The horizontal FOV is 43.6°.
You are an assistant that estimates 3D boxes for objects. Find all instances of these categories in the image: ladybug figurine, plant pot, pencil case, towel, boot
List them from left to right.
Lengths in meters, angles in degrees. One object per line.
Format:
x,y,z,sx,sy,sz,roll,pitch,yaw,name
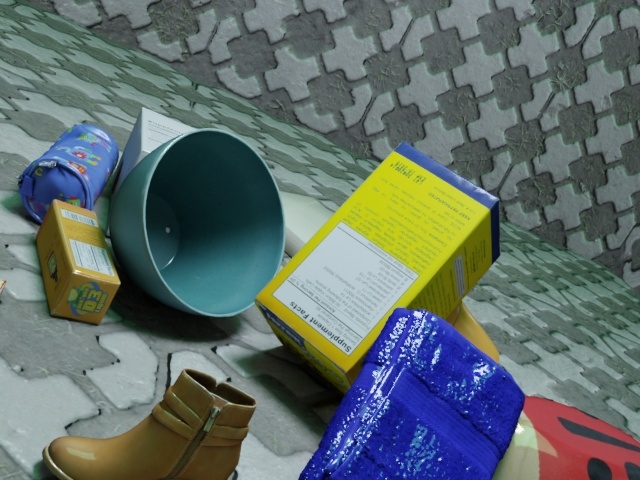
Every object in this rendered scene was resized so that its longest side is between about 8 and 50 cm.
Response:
-0.448,-0.122,1.435,0.133,0.119,0.306,22,17,-12,pencil case
-0.175,0.199,0.843,0.197,0.152,0.073,20,18,-22,boot
-0.225,-0.020,1.294,0.195,0.291,0.290,-6,-10,41,plant pot
0.132,0.246,1.017,0.227,0.076,0.308,36,52,0,towel
0.213,0.186,1.448,0.188,0.205,0.205,40,14,-11,plant pot
0.366,0.353,1.211,0.449,0.162,0.305,20,18,-24,ladybug figurine

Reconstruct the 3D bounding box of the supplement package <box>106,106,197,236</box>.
-0.295,-0.111,1.536,0.175,0.178,0.293,21,17,-20,supplement package

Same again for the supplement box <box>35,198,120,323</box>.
-0.366,0.028,1.193,0.080,0.078,0.233,21,18,-31,supplement box

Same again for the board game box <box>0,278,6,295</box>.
-0.469,0.077,0.939,0.146,0.045,0.193,23,17,-15,board game box

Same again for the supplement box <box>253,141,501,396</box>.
0.101,0.057,1.271,0.194,0.356,0.195,36,-16,27,supplement box

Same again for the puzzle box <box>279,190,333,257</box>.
0.000,0.000,1.883,0.272,0.052,0.409,9,25,-47,puzzle box
